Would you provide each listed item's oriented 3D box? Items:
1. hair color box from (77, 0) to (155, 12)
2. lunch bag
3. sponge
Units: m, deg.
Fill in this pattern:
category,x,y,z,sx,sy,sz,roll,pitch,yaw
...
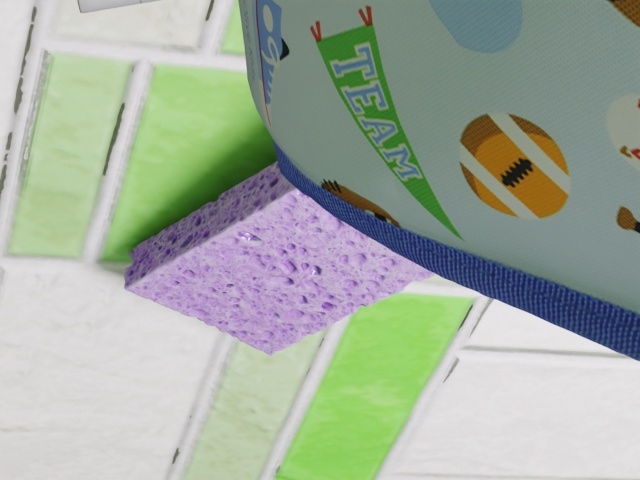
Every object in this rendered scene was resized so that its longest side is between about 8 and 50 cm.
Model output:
category,x,y,z,sx,sy,sz,roll,pitch,yaw
hair color box,-0.048,-0.152,0.742,0.141,0.043,0.072,-10,141,-3
lunch bag,0.106,-0.150,0.507,0.239,0.385,0.328,-35,128,-36
sponge,0.000,0.000,0.920,0.210,0.031,0.117,-29,136,36
